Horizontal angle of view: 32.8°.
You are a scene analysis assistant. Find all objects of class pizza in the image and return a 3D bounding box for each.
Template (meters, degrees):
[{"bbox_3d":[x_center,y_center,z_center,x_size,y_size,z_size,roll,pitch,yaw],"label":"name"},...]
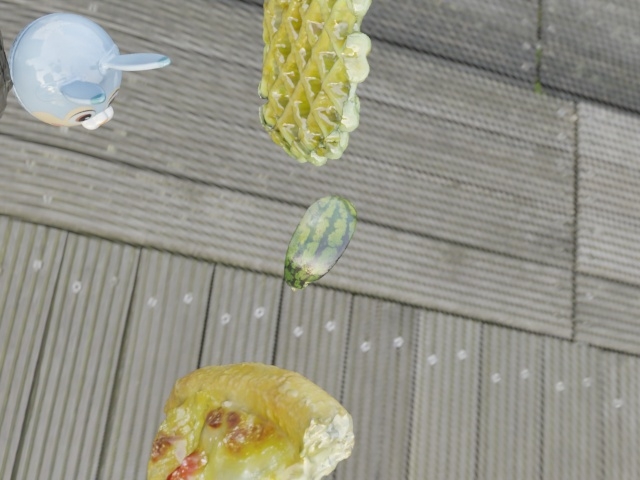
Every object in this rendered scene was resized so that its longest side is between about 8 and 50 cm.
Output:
[{"bbox_3d":[-0.095,0.223,0.838,0.075,0.280,0.287,35,61,-27],"label":"pizza"}]

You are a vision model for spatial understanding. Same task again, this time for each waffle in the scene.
[{"bbox_3d":[-0.005,-0.148,0.804,0.036,0.169,0.183,-1,107,-24],"label":"waffle"}]

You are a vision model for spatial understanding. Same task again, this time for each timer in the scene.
[{"bbox_3d":[-0.324,-0.216,1.509,0.255,0.175,0.175,33,58,29],"label":"timer"}]

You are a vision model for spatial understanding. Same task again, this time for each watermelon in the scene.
[{"bbox_3d":[0.009,0.003,1.586,0.069,0.087,0.163,26,80,27],"label":"watermelon"}]

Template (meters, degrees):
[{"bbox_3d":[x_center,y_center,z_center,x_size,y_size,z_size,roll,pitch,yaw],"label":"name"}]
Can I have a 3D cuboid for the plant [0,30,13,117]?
[{"bbox_3d":[-0.339,-0.163,0.814,0.189,0.276,0.198,-8,77,-3],"label":"plant"}]
